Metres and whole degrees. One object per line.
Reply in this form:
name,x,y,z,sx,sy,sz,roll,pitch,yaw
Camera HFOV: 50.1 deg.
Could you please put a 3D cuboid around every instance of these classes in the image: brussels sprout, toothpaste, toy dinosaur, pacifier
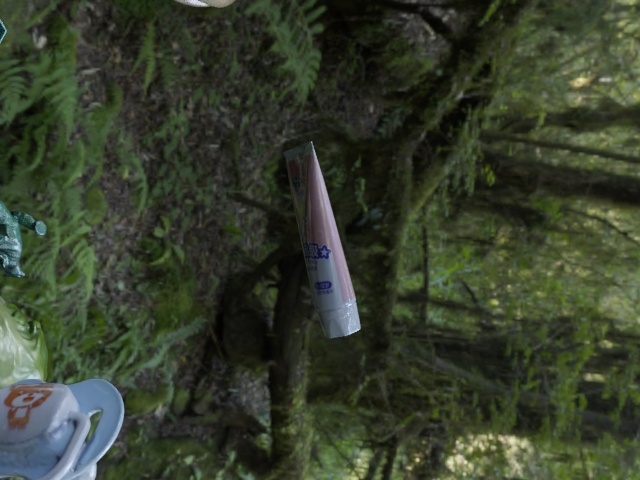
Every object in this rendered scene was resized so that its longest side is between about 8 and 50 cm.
brussels sprout,-0.764,0.268,1.583,0.247,0.327,0.328,-30,123,-53
toothpaste,0.000,0.000,0.694,0.067,0.042,0.195,-6,-81,63
toy dinosaur,-0.437,-0.060,0.879,0.079,0.119,0.292,-75,172,-51
pacifier,-0.436,0.335,1.087,0.228,0.278,0.207,-78,160,-46

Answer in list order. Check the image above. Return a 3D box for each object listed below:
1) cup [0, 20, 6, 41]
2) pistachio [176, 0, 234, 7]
cup,-0.858,-0.487,1.600,0.148,0.235,0.134,-6,101,-47
pistachio,-0.121,-0.284,0.589,0.215,0.143,0.144,9,84,-55
